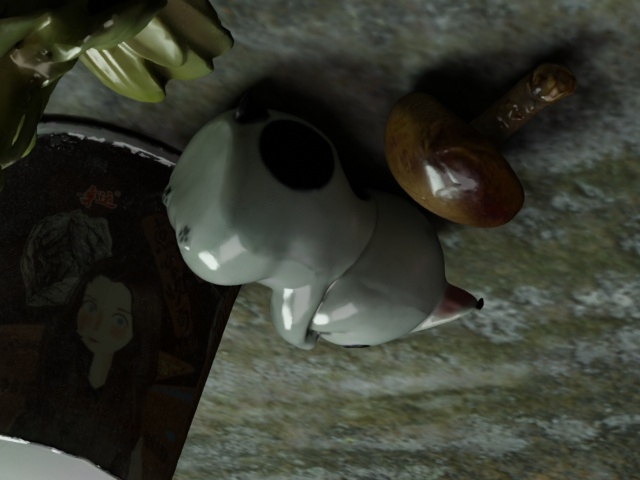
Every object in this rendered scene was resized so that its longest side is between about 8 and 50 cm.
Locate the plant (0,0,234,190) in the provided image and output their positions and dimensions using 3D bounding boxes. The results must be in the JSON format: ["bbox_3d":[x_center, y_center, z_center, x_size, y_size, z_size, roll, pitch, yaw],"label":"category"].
[{"bbox_3d":[-0.146,-0.109,0.664,0.297,0.261,0.306,32,154,-29],"label":"plant"}]

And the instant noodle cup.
[{"bbox_3d":[-0.161,0.068,0.998,0.217,0.207,0.217,8,148,5],"label":"instant noodle cup"}]

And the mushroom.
[{"bbox_3d":[0.082,-0.052,0.848,0.088,0.073,0.129,51,140,4],"label":"mushroom"}]

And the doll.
[{"bbox_3d":[-0.007,-0.001,0.925,0.107,0.110,0.180,-46,122,10],"label":"doll"}]
